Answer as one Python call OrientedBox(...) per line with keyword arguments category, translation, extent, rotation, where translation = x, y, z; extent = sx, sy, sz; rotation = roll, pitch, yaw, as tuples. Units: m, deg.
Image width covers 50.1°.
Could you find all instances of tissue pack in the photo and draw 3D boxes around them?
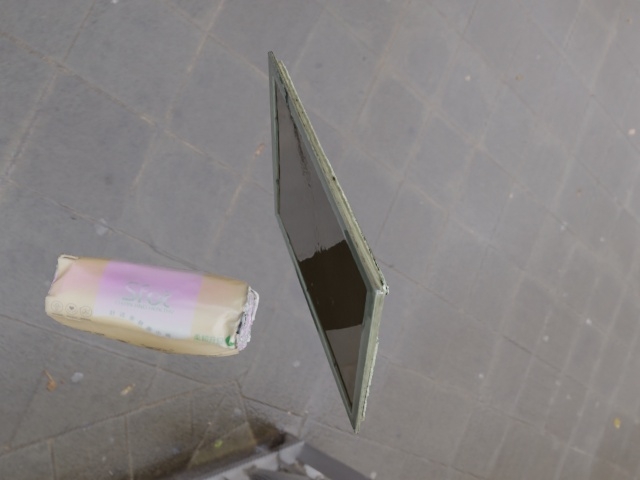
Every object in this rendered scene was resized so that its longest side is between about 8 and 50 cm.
OrientedBox(category="tissue pack", translation=(-0.224, 0.096, 0.966), extent=(0.256, 0.215, 0.123), rotation=(8, 80, -1))

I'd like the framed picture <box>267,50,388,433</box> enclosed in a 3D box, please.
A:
OrientedBox(category="framed picture", translation=(0.000, 0.000, 0.640), extent=(0.019, 0.296, 0.232), rotation=(-12, 142, -12))
